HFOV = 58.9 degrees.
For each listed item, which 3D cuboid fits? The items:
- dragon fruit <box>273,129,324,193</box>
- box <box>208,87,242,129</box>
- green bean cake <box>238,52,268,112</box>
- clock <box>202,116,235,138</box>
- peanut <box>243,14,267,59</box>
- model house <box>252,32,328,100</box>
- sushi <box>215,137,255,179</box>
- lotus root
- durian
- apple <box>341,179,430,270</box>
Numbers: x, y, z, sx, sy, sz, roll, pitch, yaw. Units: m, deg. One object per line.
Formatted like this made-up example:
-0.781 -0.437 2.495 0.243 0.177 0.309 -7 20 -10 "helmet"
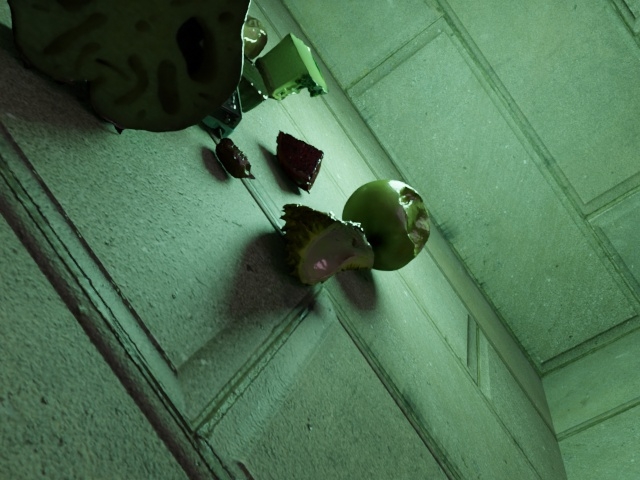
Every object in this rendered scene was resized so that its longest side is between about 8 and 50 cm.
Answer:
-0.074 -0.212 1.576 0.161 0.120 0.127 32 62 4 "dragon fruit"
-0.294 -0.362 1.229 0.270 0.045 0.210 26 32 -31 "box"
-0.237 -0.446 1.520 0.173 0.094 0.181 39 24 -41 "green bean cake"
-0.262 -0.312 1.316 0.147 0.045 0.108 36 26 -43 "clock"
-0.263 -0.609 1.675 0.149 0.149 0.313 58 21 7 "peanut"
-0.103 -0.521 1.827 0.195 0.189 0.214 66 17 2 "model house"
-0.186 -0.179 1.253 0.060 0.061 0.118 -31 95 -45 "sushi"
-0.274 -0.347 0.875 0.390 0.375 0.111 53 20 -47 "lotus root"
-0.011 -0.008 1.281 0.196 0.185 0.305 43 8 26 "durian"
0.184 -0.046 1.650 0.279 0.279 0.279 47 21 -24 "apple"
